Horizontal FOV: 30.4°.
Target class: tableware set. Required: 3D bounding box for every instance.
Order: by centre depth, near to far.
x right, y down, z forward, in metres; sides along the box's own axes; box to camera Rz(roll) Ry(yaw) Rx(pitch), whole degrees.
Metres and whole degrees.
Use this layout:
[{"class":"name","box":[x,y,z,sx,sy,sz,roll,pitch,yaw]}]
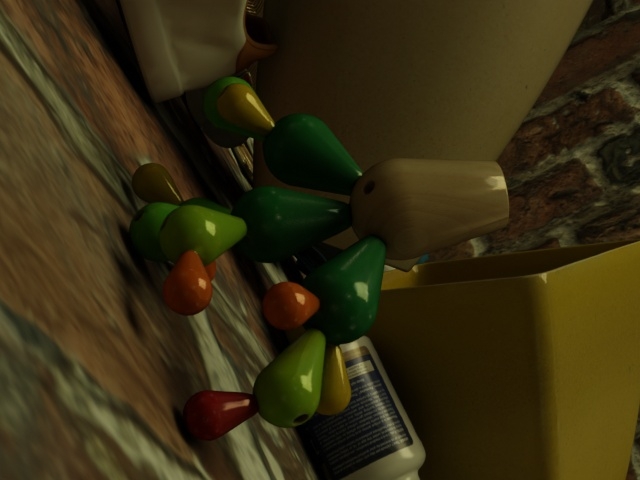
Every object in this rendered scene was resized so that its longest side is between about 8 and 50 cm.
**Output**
[{"class":"tableware set","box":[-0.100,-0.137,1.228,0.141,0.020,0.168,59,6,-46]}]

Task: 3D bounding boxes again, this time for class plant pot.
[{"class":"plant pot","box":[0.122,0.112,0.874,0.212,0.212,0.187,-10,92,-55]},{"class":"plant pot","box":[0.054,-0.124,0.900,0.257,0.274,0.256,20,1,0]}]

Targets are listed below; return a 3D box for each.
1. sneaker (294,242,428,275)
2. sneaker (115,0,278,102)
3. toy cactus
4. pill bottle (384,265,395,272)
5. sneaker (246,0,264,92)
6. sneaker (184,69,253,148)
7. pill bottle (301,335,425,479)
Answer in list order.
[{"class":"sneaker","box":[-0.008,-0.045,1.117,0.140,0.125,0.340,19,-30,31]},{"class":"sneaker","box":[-0.092,-0.228,0.756,0.290,0.123,0.106,78,-7,-46]},{"class":"toy cactus","box":[0.000,0.000,0.572,0.219,0.181,0.112,-104,-172,-52]},{"class":"pill bottle","box":[0.055,0.096,1.092,0.103,0.103,0.184,65,5,30]},{"class":"sneaker","box":[-0.079,-0.223,1.314,0.153,0.099,0.282,56,-8,40]},{"class":"sneaker","box":[-0.103,-0.155,1.048,0.065,0.061,0.157,166,-100,-84]},{"class":"pill bottle","box":[0.027,0.128,0.771,0.120,0.067,0.067,64,4,14]}]
